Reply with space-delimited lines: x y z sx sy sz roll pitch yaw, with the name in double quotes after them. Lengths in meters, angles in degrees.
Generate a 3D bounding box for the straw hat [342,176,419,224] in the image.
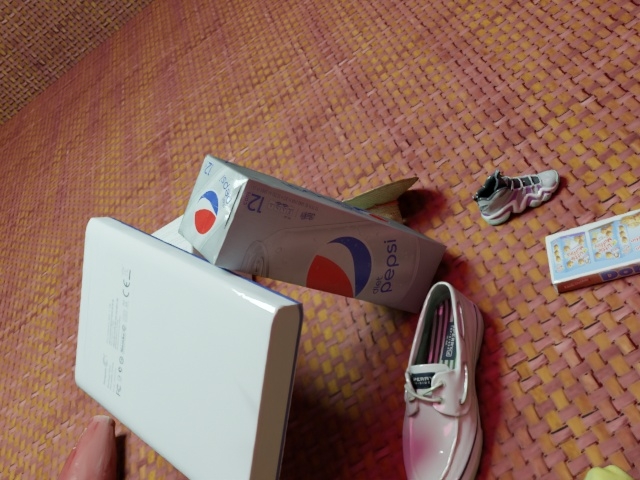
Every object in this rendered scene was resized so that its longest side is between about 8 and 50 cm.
0.070 -0.028 0.894 0.145 0.144 0.061 -23 84 25 "straw hat"

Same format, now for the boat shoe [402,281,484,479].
0.112 0.147 0.689 0.083 0.076 0.226 -15 46 32 "boat shoe"

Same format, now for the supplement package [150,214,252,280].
-0.181 0.105 0.934 0.134 0.139 0.244 -29 41 20 "supplement package"

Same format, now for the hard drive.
-0.153 0.115 0.709 0.319 0.040 0.210 20 107 41 "hard drive"

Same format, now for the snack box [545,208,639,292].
0.317 0.000 0.685 0.178 0.022 0.064 -19 45 28 "snack box"

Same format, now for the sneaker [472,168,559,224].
0.221 -0.064 0.790 0.098 0.069 0.038 -34 40 13 "sneaker"

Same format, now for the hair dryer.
-0.362 0.365 0.906 0.224 0.080 0.293 14 65 48 "hair dryer"

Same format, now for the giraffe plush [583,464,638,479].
0.237 0.253 0.435 0.171 0.210 0.181 23 55 15 "giraffe plush"

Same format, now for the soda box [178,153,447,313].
0.000 0.000 0.748 0.098 0.286 0.091 32 102 51 "soda box"
